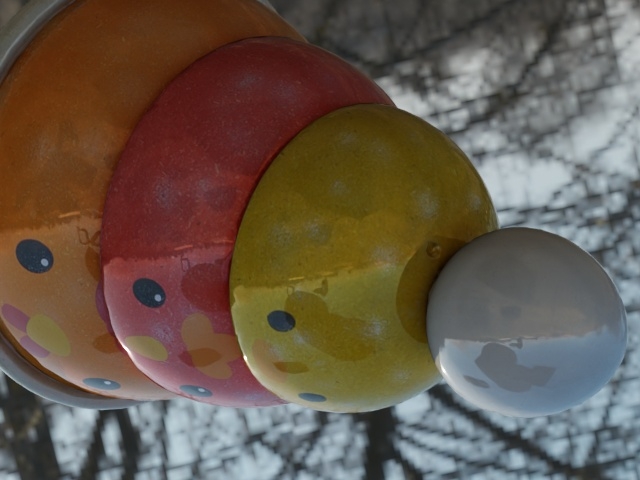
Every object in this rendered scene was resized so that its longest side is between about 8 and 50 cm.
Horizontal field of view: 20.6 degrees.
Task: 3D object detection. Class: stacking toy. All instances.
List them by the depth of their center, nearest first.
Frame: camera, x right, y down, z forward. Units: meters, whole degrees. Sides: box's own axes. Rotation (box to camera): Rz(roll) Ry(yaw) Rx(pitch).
[{"bbox_3d":[0.000,0.000,1.187,0.351,0.350,0.480,-20,-154,-39],"label":"stacking toy"}]
